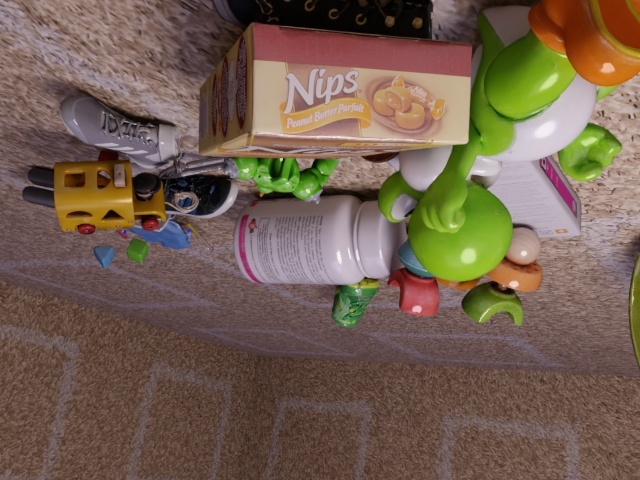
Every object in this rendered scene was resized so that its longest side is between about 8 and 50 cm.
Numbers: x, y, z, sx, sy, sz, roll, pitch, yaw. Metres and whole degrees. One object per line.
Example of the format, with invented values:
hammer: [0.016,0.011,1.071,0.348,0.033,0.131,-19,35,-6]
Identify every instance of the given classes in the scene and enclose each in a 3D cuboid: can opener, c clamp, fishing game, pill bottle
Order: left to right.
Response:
can opener: [-0.429,-0.075,1.200,0.284,0.075,0.095,12,170,-1]
fishing game: [-0.376,-0.034,1.368,0.264,0.041,0.189,7,155,24]
c clamp: [-0.173,-0.123,0.949,0.161,0.022,0.137,-14,-177,-15]
pill bottle: [0.000,0.000,1.096,0.283,0.160,0.160,-1,160,27]

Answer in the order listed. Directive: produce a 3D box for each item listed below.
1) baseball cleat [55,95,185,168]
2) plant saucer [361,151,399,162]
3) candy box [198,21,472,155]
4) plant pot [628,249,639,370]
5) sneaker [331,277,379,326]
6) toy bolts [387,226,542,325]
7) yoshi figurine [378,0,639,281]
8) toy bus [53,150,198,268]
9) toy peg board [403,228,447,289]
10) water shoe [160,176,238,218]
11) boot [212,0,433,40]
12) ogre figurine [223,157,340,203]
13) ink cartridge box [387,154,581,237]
baseball cleat: [-0.278,-0.164,0.894,0.110,0.072,0.206,-6,168,22]
plant saucer: [0.077,-0.139,0.766,0.084,0.083,0.013,-5,172,37]
candy box: [-0.012,-0.130,0.607,0.183,0.087,0.316,-1,-174,-18]
plant pot: [0.741,0.127,0.922,0.353,0.366,0.366,-2,162,-3]
sneaker: [0.091,0.169,1.637,0.110,0.123,0.295,9,161,-1]
toy bolts: [0.225,0.020,0.996,0.229,0.158,0.218,5,-154,-20]
yoshi figurine: [0.189,-0.077,0.599,0.204,0.203,0.362,30,145,-10]
toy bus: [-0.326,-0.078,0.977,0.191,0.202,0.104,34,149,7]
toy peg board: [0.214,0.022,1.240,0.161,0.079,0.161,28,158,-9]
water shoe: [-0.242,-0.084,1.096,0.203,0.072,0.080,-4,156,32]
boot: [0.009,-0.219,0.534,0.179,0.085,0.236,3,173,11]
ogre figurine: [-0.058,-0.122,0.818,0.097,0.118,0.197,-10,154,44]
ink cartridge box: [0.244,-0.086,0.880,0.176,0.069,0.371,-4,161,35]
